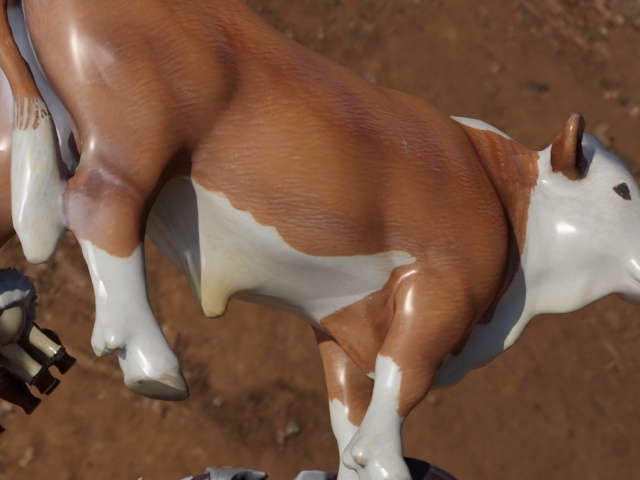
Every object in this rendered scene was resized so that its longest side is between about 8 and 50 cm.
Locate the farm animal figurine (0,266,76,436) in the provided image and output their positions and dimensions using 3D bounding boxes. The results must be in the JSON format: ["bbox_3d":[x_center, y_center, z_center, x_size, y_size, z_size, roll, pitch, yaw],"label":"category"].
[{"bbox_3d":[-0.381,0.159,1.294,0.172,0.327,0.330,41,75,0],"label":"farm animal figurine"}]

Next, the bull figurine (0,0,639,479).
[{"bbox_3d":[0.000,0.000,0.572,0.310,0.101,0.188,24,61,-24],"label":"bull figurine"}]

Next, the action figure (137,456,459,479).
[{"bbox_3d":[-0.038,0.190,0.738,0.099,0.285,0.185,19,62,-35],"label":"action figure"}]
